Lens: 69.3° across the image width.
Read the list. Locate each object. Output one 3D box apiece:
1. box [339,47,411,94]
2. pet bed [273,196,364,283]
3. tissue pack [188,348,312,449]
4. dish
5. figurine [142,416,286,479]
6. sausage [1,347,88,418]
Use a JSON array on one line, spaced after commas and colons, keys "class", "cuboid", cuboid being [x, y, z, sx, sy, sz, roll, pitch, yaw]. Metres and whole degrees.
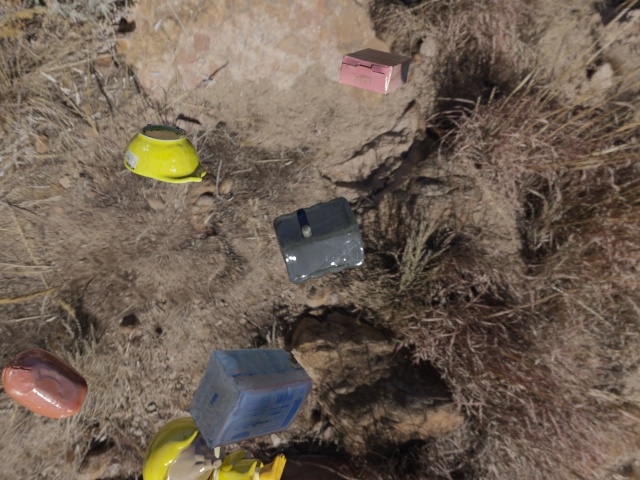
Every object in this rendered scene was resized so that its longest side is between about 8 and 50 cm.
[{"class": "box", "cuboid": [0.117, -0.360, 0.978, 0.111, 0.156, 0.060, 23, 124, 19]}, {"class": "pet bed", "cuboid": [0.000, 0.000, 1.169, 0.211, 0.159, 0.183, -16, 86, -6]}, {"class": "tissue pack", "cuboid": [-0.063, 0.144, 0.434, 0.094, 0.059, 0.074, 11, 112, -47]}, {"class": "dish", "cuboid": [-0.326, -0.192, 0.969, 0.149, 0.208, 0.080, -38, 145, -51]}, {"class": "figurine", "cuboid": [-0.260, 0.554, 1.124, 0.344, 0.187, 0.215, 6, 84, 13]}, {"class": "sausage", "cuboid": [-0.307, 0.160, 0.519, 0.094, 0.054, 0.059, 52, 45, -27]}]
